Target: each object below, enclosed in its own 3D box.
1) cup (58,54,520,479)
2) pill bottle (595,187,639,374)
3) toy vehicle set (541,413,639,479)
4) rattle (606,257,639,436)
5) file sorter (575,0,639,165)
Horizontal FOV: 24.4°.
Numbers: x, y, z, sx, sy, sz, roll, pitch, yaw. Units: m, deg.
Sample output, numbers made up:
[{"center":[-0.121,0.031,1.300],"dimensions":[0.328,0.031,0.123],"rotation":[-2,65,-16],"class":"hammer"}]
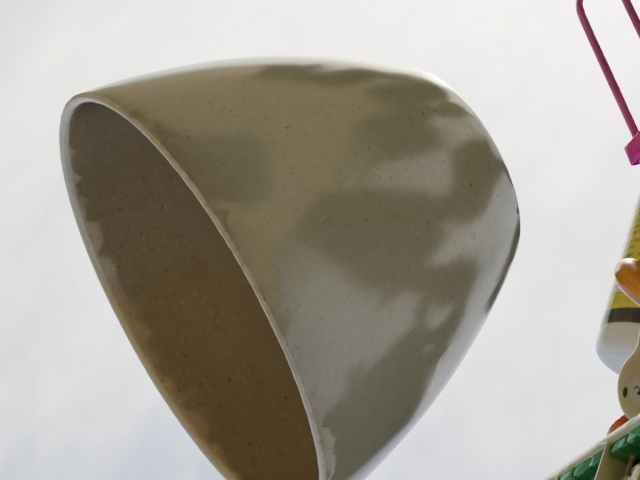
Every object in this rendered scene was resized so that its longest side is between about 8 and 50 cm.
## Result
[{"center":[0.000,0.000,1.049],"dimensions":[0.237,0.331,0.331],"rotation":[-29,-155,-21],"class":"cup"},{"center":[0.420,-0.008,1.554],"dimensions":[0.188,0.188,0.333],"rotation":[1,-112,51],"class":"pill bottle"},{"center":[0.174,0.224,1.022],"dimensions":[0.166,0.035,0.267],"rotation":[-65,-176,-29],"class":"toy vehicle set"},{"center":[0.218,0.102,1.014],"dimensions":[0.199,0.143,0.130],"rotation":[-48,-116,43],"class":"rattle"},{"center":[0.366,-0.223,1.217],"dimensions":[0.290,0.202,0.182],"rotation":[122,-49,-60],"class":"file sorter"}]
